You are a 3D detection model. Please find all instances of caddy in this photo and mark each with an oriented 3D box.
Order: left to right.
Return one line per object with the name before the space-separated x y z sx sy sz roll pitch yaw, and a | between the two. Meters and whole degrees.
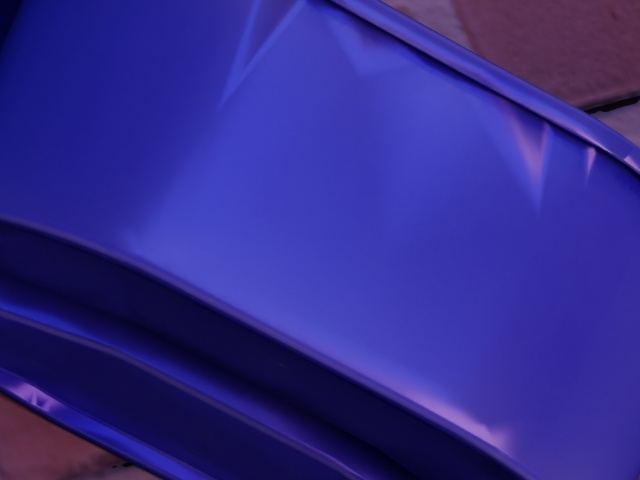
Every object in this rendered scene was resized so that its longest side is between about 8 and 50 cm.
caddy | 0.000 0.000 0.747 0.341 0.241 0.179 28 65 -7
